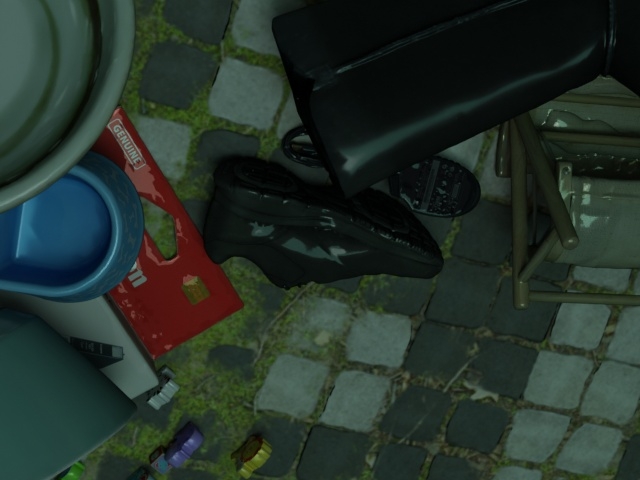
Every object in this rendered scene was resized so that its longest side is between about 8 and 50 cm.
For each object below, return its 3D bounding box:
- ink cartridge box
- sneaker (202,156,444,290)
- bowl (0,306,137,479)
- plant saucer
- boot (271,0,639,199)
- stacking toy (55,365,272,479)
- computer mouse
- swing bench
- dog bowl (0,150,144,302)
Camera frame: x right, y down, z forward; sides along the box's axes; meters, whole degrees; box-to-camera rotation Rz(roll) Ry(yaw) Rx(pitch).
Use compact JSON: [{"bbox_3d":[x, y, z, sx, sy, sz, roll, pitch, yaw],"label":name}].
[{"bbox_3d":[-0.260,0.040,1.607,0.261,0.066,0.296,-30,115,1],"label":"ink cartridge box"},{"bbox_3d":[0.000,0.000,1.644,0.286,0.109,0.130,17,116,-12],"label":"sneaker"},{"bbox_3d":[-0.361,0.180,1.472,0.311,0.311,0.163,-28,96,-1],"label":"bowl"},{"bbox_3d":[-0.379,-0.197,1.411,0.400,0.100,0.400,1,77,-3],"label":"plant saucer"},{"bbox_3d":[0.211,-0.149,1.478,0.445,0.367,0.146,-19,147,-9],"label":"boot"},{"bbox_3d":[-0.192,0.274,1.723,0.221,0.052,0.167,-45,114,7],"label":"stacking toy"},{"bbox_3d":[0.070,-0.082,1.655,0.242,0.041,0.071,18,89,-12],"label":"computer mouse"},{"bbox_3d":[0.346,-0.062,1.636,0.253,0.254,0.165,3,151,-13],"label":"swing bench"},{"bbox_3d":[-0.334,-0.023,1.483,0.297,0.074,0.166,9,95,-1],"label":"dog bowl"}]
